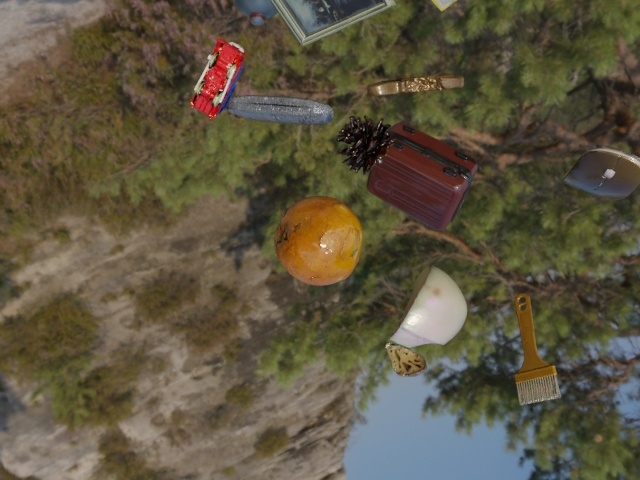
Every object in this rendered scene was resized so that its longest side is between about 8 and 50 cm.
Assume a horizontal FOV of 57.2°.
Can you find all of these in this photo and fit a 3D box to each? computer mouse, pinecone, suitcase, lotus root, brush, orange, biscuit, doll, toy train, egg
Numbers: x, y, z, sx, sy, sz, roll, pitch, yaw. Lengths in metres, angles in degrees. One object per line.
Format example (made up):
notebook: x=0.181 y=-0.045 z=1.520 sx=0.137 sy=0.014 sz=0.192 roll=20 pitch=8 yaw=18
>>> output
computer mouse: x=0.578 y=-0.131 z=1.215 sx=0.245 sy=0.125 sz=0.056 roll=45 pitch=67 yaw=-77
pinecone: x=0.098 y=-0.220 z=1.314 sx=0.140 sy=0.120 sz=0.140 roll=-53 pitch=-172 yaw=11
suitcase: x=0.295 y=-0.189 z=1.740 sx=0.161 sy=0.297 sz=0.236 roll=-52 pitch=164 yaw=-33
lotus root: x=0.300 y=0.428 z=2.051 sx=0.095 sy=0.159 sz=0.135 roll=-62 pitch=149 yaw=-7
brush: x=0.499 y=0.249 z=1.400 sx=0.013 sy=0.272 sz=0.103 roll=28 pitch=140 yaw=-37
orange: x=0.000 y=0.000 z=1.589 sx=0.246 sy=0.246 sz=0.246 roll=-25 pitch=173 yaw=-3
biscuit: x=0.264 y=-0.422 z=1.588 sx=0.319 sy=0.047 sz=0.183 roll=-12 pitch=-167 yaw=-20
doll: x=-0.096 y=-0.633 z=1.497 sx=0.336 sy=0.200 sz=0.105 roll=-3 pitch=180 yaw=-1
toy train: x=-0.266 y=-0.430 z=1.552 sx=0.204 sy=0.082 sz=0.131 roll=-55 pitch=-175 yaw=29
egg: x=0.302 y=0.188 z=1.543 sx=0.206 sy=0.161 sz=0.271 roll=-61 pitch=176 yaw=10

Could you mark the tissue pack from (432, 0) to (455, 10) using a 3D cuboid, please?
tissue pack: x=0.277 y=-0.532 z=1.121 sx=0.176 sy=0.062 sz=0.095 roll=-29 pitch=160 yaw=29

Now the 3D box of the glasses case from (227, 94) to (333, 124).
glasses case: x=-0.105 y=-0.341 z=1.535 sx=0.282 sy=0.067 sz=0.109 roll=5 pitch=178 yaw=10

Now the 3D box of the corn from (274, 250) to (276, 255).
corn: x=-0.025 y=0.043 z=1.984 sx=0.260 sy=0.091 sz=0.091 roll=11 pitch=141 yaw=-13

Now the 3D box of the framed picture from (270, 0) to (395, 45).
framed picture: x=-0.021 y=-0.523 z=1.124 sx=0.232 sy=0.019 sz=0.296 roll=-14 pitch=137 yaw=30
